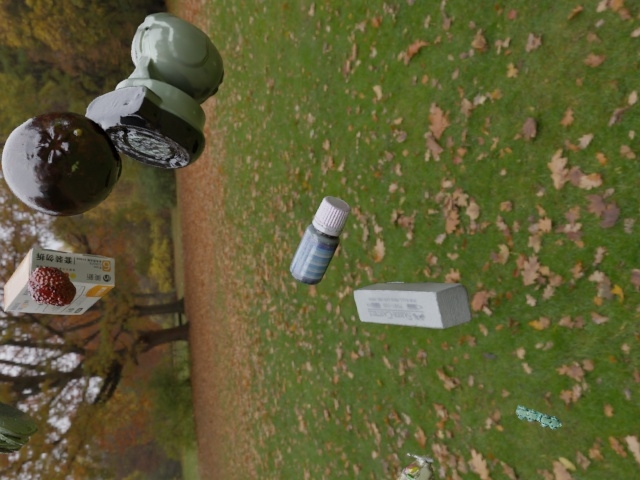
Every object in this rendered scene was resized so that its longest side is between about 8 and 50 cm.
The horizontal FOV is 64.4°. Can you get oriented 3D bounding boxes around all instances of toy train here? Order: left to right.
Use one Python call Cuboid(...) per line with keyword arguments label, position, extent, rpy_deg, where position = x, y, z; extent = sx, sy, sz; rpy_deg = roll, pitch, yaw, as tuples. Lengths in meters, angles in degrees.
Cuboid(label="toy train", position=(0.465, 0.378, 1.086), extent=(0.045, 0.092, 0.029), rpy_deg=(29, -104, -73))

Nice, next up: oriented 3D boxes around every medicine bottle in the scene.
Cuboid(label="medicine bottle", position=(0.000, 0.000, 1.148), extent=(0.203, 0.084, 0.083), rpy_deg=(-66, 28, 26))

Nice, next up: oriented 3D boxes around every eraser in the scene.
Cuboid(label="eraser", position=(0.253, 0.182, 1.456), extent=(0.353, 0.077, 0.111), rpy_deg=(-4, 102, 47))

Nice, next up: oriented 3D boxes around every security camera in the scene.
Cuboid(label="security camera", position=(-0.294, -0.298, 0.983), extent=(0.197, 0.191, 0.277), rpy_deg=(-1, 69, 34))

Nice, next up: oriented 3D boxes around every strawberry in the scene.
Cuboid(label="strawberry", position=(-0.569, 0.102, 1.078), extent=(0.083, 0.097, 0.083), rpy_deg=(-159, 90, -75))

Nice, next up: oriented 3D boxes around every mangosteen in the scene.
Cuboid(label="mangosteen", position=(-0.406, -0.114, 0.799), extent=(0.184, 0.173, 0.172), rpy_deg=(-11, 82, 54))

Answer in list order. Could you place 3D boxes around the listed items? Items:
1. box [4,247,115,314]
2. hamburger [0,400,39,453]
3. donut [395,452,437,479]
Cuboid(label="box", position=(-0.721, 0.121, 1.398), extent=(0.274, 0.221, 0.091), rpy_deg=(-33, 59, 42))
Cuboid(label="hamburger", position=(-0.554, 0.309, 0.853), extent=(0.062, 0.140, 0.133), rpy_deg=(-62, -9, -17))
Cuboid(label="donut", position=(0.307, 0.715, 1.184), extent=(0.307, 0.371, 0.150), rpy_deg=(-59, -7, -24))
